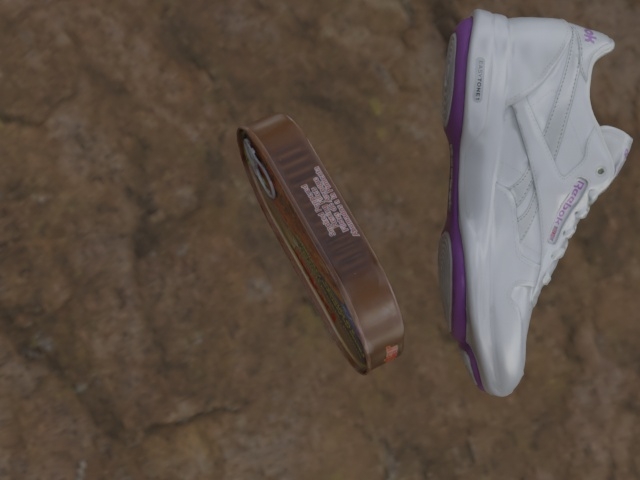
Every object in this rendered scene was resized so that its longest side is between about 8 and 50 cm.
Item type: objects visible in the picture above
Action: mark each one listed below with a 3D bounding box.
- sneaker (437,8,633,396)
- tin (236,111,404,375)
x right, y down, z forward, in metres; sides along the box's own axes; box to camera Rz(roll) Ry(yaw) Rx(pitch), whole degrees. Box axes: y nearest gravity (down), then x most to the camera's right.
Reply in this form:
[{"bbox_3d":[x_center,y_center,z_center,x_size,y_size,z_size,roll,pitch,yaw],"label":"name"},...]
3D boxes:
[{"bbox_3d":[0.169,-0.025,1.142,0.152,0.114,0.305,1,100,-4],"label":"sneaker"},{"bbox_3d":[0.000,0.000,0.968,0.040,0.106,0.190,-24,70,-15],"label":"tin"}]
